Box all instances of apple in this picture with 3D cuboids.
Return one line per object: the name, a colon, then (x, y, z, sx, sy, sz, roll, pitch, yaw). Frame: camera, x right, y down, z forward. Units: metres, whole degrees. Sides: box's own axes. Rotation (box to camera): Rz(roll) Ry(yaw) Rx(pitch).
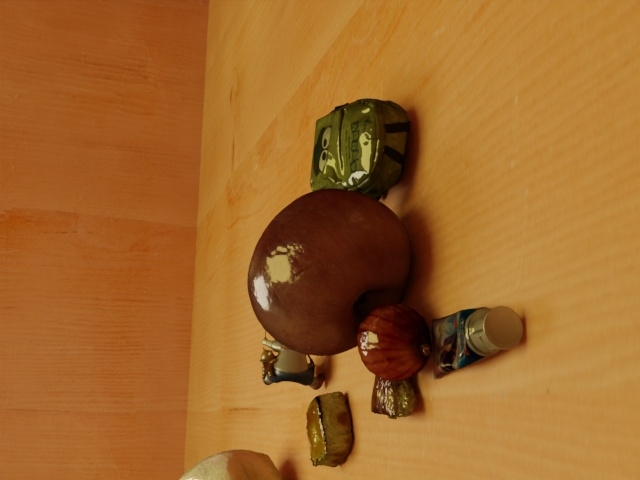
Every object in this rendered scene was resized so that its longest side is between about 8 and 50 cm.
apple: (0.022, 0.062, 1.372, 0.235, 0.305, 0.306, 40, 127, 38)

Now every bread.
bread: (0.121, 0.264, 1.356, 0.136, 0.054, 0.154, 114, 161, -46)
bread: (0.015, 0.394, 1.623, 0.128, 0.069, 0.140, 115, 150, -49)

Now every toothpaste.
toothpaste: (0.207, 0.144, 1.137, 0.266, 0.061, 0.096, 132, 141, -71)

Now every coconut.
coconut: (-0.221, 0.651, 1.919, 0.254, 0.297, 0.297, 52, 139, 34)

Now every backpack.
backpack: (0.080, -0.165, 1.480, 0.253, 0.140, 0.207, 172, 103, -65)

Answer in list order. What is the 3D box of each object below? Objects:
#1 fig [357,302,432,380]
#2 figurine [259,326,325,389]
fig: (0.125, 0.156, 1.257, 0.150, 0.128, 0.128, 123, 148, -49)
figurine: (-0.056, 0.197, 1.777, 0.158, 0.161, 0.276, 73, -156, -82)
